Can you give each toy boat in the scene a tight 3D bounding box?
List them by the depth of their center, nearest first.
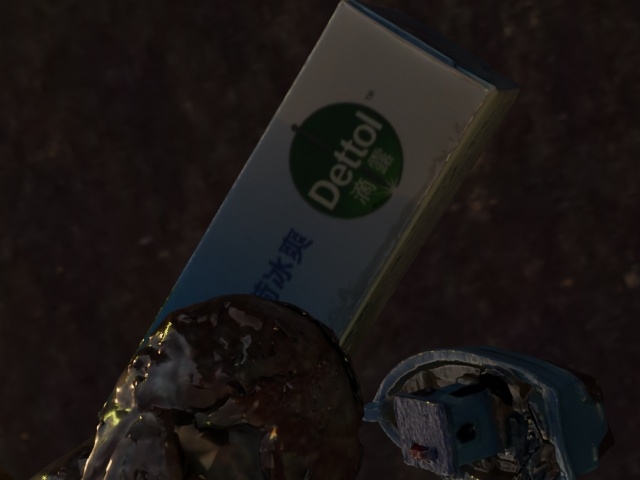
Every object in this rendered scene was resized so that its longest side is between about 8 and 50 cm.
[{"bbox_3d":[0.093,0.120,1.156,0.223,0.097,0.100,0,102,61],"label":"toy boat"}]

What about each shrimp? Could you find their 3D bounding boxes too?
[{"bbox_3d":[-0.056,0.095,0.382,0.073,0.190,0.075,35,-175,-6],"label":"shrimp"}]

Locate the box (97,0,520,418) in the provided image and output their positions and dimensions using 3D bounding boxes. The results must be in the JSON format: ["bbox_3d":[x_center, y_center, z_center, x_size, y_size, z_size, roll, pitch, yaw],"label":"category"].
[{"bbox_3d":[0.000,0.001,0.748,0.073,0.139,0.194,33,100,6],"label":"box"}]

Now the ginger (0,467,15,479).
[{"bbox_3d":[-0.165,0.130,0.710,0.236,0.375,0.166,5,90,27],"label":"ginger"}]
